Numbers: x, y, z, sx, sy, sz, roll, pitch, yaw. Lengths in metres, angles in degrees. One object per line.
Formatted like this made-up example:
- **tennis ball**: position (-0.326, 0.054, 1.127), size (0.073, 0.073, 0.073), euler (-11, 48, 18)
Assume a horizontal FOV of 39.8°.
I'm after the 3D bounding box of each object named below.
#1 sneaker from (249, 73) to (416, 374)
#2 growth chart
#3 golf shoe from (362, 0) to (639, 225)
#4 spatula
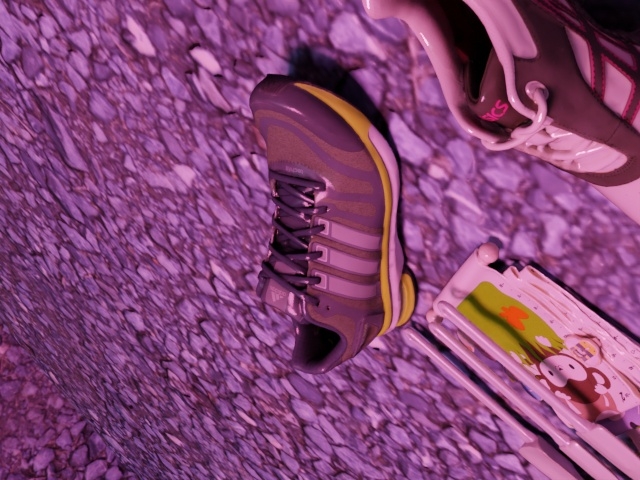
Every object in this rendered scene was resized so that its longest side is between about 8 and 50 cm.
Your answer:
- **sneaker**: position (0.000, 0.000, 0.732), size (0.111, 0.121, 0.300), euler (18, 142, 38)
- **growth chart**: position (0.196, 0.096, 0.716), size (0.237, 0.021, 0.172), euler (36, 151, 16)
- **golf shoe**: position (0.132, -0.073, 0.478), size (0.273, 0.120, 0.105), euler (45, 149, -4)
- **spatula**: position (0.176, 0.149, 0.778), size (0.242, 0.019, 0.168), euler (40, 163, 3)
